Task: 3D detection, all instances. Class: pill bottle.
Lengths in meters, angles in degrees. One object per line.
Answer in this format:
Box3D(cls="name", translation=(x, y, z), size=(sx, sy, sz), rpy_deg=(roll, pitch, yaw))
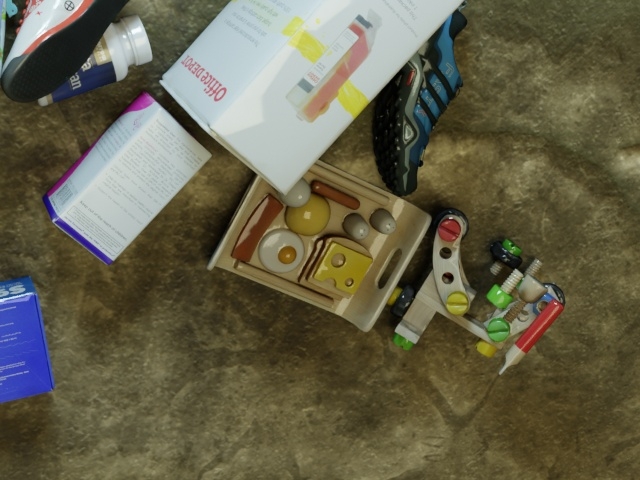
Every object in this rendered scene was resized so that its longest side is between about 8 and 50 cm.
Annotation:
Box3D(cls="pill bottle", translation=(-0.324, -0.255, 1.754), size=(0.169, 0.094, 0.094), rpy_deg=(-21, 116, -12))

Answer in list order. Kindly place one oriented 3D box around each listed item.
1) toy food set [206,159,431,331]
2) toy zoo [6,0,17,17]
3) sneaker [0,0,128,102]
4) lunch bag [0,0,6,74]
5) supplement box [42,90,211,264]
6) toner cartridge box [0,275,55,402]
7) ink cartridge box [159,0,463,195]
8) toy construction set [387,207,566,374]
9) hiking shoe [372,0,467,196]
Box3D(cls="toy food set", translation=(0.000, 0.000, 1.973), size=(0.306, 0.092, 0.220), rpy_deg=(24, 100, -26))
Box3D(cls="toy zoo", translation=(-0.551, -0.324, 1.680), size=(0.293, 0.030, 0.192), rpy_deg=(5, 108, -22))
Box3D(cls="sneaker", translation=(-0.357, -0.312, 1.683), size=(0.270, 0.145, 0.090), rpy_deg=(-52, 153, -9))
Box3D(cls="lunch bag", translation=(-0.450, -0.280, 1.619), size=(0.090, 0.176, 0.219), rpy_deg=(4, 106, -17))
Box3D(cls="supplement box", translation=(-0.279, -0.092, 1.824), size=(0.220, 0.111, 0.114), rpy_deg=(-47, 118, 2))
Box3D(cls="toner cartridge box", translation=(-0.574, 0.171, 1.835), size=(0.348, 0.075, 0.165), rpy_deg=(-12, 112, -16))
Box3D(cls="ink cartridge box", translation=(-0.014, -0.284, 1.757), size=(0.385, 0.279, 0.160), rpy_deg=(-47, 119, 2))
Box3D(cls="toy construction set", translation=(0.241, 0.121, 2.007), size=(0.257, 0.309, 0.237), rpy_deg=(33, 101, -21))
Box3D(cls="hiking shoe", translation=(0.160, -0.213, 1.940), size=(0.132, 0.113, 0.304), rpy_deg=(-3, 111, -19))
